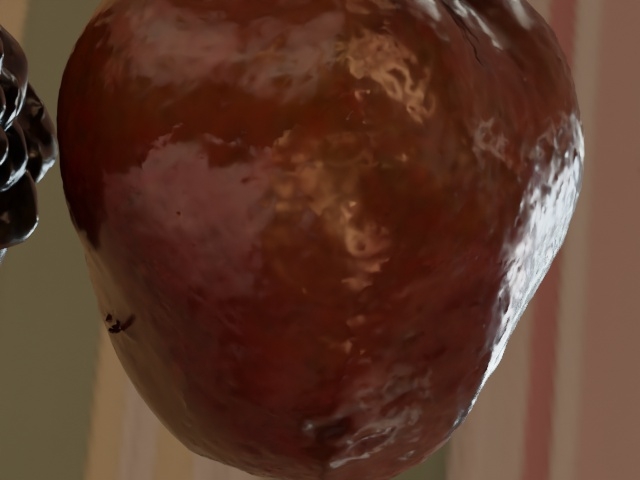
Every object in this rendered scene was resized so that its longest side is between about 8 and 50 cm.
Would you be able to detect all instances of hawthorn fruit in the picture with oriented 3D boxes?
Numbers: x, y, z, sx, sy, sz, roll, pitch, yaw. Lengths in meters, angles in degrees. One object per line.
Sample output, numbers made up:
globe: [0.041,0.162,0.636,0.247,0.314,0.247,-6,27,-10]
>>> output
hawthorn fruit: [0.000,0.000,0.829,0.224,0.224,0.261,-5,-80,-30]

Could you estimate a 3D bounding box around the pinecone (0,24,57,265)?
pinecone: [-0.251,-0.044,0.876,0.244,0.309,0.244,32,-138,-34]
